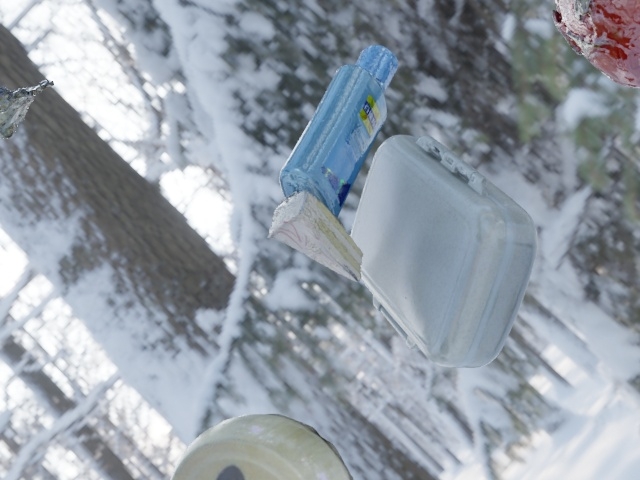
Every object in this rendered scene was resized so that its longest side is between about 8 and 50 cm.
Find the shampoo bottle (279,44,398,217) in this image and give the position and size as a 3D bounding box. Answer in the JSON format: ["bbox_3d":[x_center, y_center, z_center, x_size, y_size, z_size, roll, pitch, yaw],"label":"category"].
[{"bbox_3d":[0.030,-0.140,1.303,0.258,0.061,0.104,-64,-37,-33],"label":"shampoo bottle"}]

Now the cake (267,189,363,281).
[{"bbox_3d":[0.000,0.000,1.207,0.065,0.121,0.052,-24,34,36],"label":"cake"}]

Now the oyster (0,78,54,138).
[{"bbox_3d":[-0.362,-0.133,1.159,0.105,0.056,0.177,-26,14,46],"label":"oyster"}]

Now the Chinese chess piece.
[{"bbox_3d":[-0.077,0.354,1.388,0.257,0.257,0.104,-52,-14,22],"label":"Chinese chess piece"}]

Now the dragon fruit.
[{"bbox_3d":[0.464,-0.341,1.461,0.277,0.342,0.277,-46,-9,-10],"label":"dragon fruit"}]

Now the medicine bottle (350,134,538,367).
[{"bbox_3d":[0.170,0.008,1.570,0.123,0.375,0.282,7,-68,-27],"label":"medicine bottle"}]
